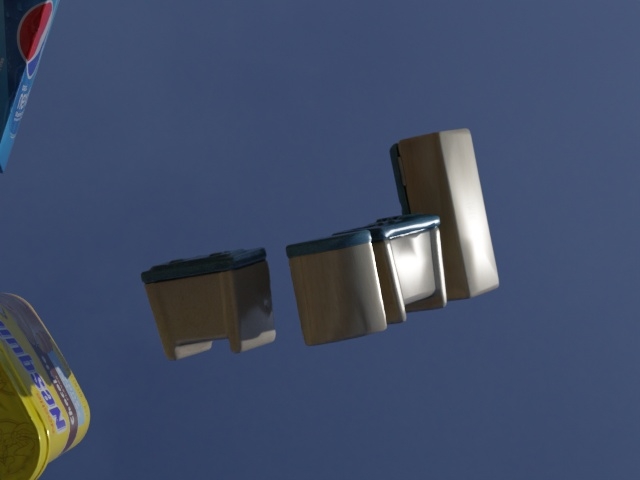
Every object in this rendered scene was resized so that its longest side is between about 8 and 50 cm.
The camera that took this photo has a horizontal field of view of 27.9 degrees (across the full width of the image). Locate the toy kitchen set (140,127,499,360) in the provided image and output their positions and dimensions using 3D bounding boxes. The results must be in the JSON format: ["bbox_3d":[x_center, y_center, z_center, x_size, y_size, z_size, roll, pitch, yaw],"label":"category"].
[{"bbox_3d":[0.000,0.000,0.912,0.166,0.122,0.207,-10,-178,34],"label":"toy kitchen set"}]

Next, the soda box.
[{"bbox_3d":[-0.250,-0.165,1.001,0.067,0.071,0.210,140,-34,-77],"label":"soda box"}]

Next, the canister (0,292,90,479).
[{"bbox_3d":[-0.202,0.089,0.779,0.073,0.126,0.170,-31,178,-1],"label":"canister"}]
